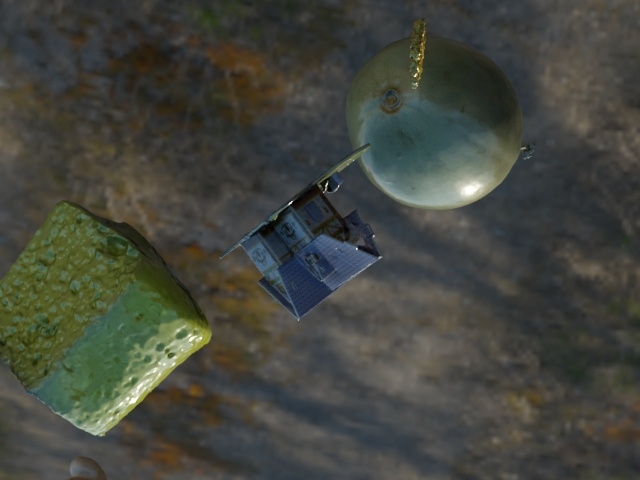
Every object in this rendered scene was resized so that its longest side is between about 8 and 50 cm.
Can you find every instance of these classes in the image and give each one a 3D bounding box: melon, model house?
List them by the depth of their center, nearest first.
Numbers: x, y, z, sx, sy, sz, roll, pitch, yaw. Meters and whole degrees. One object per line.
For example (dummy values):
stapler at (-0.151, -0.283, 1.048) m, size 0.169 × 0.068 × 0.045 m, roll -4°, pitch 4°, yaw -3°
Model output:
model house at (0.000, 0.000, 1.340) m, size 0.088 × 0.117 × 0.167 m, roll 54°, pitch 146°, yaw 0°
melon at (0.167, -0.176, 2.291) m, size 0.272 × 0.272 × 0.308 m, roll 3°, pitch 147°, yaw 17°

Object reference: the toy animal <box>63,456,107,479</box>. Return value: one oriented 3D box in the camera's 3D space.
toy animal at (-0.169, 0.388, 1.685) m, size 0.247 × 0.277 × 0.345 m, roll -2°, pitch 123°, yaw 49°

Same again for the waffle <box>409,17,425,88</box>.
waffle at (0.120, -0.229, 1.917) m, size 0.016 × 0.085 × 0.078 m, roll 4°, pitch 130°, yaw 10°

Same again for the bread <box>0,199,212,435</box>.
bread at (-0.139, 0.050, 0.975) m, size 0.129 × 0.114 × 0.111 m, roll 41°, pitch 176°, yaw 44°
